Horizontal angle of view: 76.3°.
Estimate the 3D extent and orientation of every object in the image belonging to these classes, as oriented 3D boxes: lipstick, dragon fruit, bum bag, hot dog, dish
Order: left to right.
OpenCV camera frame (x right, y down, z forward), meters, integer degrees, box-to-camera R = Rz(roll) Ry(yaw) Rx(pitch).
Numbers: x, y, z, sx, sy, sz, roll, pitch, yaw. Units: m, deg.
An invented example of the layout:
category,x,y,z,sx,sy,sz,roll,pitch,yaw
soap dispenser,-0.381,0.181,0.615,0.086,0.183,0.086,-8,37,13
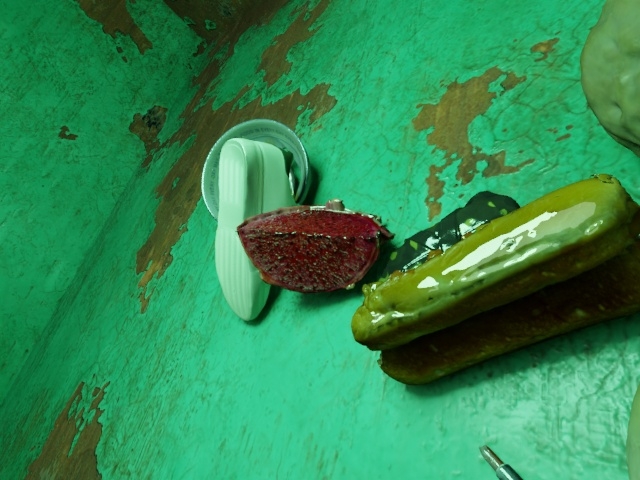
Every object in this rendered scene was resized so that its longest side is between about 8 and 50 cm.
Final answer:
category,x,y,z,sx,sy,sz,roll,pitch,yaw
dish,-0.136,-0.141,0.992,0.273,0.134,0.274,-3,82,18
dragon fruit,0.002,0.007,0.743,0.273,0.126,0.161,3,28,14
bum bag,0.181,0.009,0.600,0.232,0.060,0.107,-32,32,21
hot dog,0.195,0.056,0.479,0.348,0.158,0.117,-33,23,28
lipstick,0.201,0.251,0.412,0.025,0.025,0.107,-50,31,2

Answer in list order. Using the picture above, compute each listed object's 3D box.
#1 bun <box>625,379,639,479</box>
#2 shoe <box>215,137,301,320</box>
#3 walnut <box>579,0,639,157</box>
category,x,y,z,sx,sy,sz,roll,pitch,yaw
bun,0.353,0.158,0.215,0.298,0.165,0.299,-29,36,24
shoe,-0.118,-0.023,0.846,0.131,0.160,0.364,14,107,44
walnut,0.412,-0.197,0.394,0.273,0.227,0.273,-21,50,27
